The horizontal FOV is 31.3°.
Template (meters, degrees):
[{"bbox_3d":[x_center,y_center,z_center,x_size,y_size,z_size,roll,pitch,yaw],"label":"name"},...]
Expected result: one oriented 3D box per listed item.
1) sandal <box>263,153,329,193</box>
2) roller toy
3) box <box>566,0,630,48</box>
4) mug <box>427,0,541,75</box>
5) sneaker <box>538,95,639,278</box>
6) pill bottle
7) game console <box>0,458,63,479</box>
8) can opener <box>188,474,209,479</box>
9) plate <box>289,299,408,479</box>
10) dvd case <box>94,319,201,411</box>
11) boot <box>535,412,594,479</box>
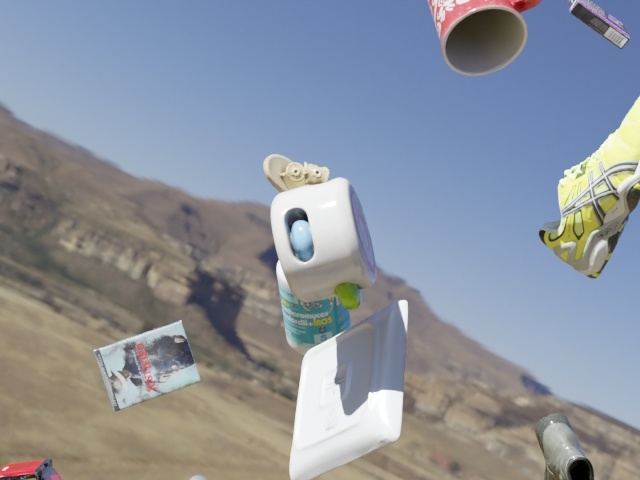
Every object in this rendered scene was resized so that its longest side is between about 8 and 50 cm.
[{"bbox_3d":[-0.010,-0.115,2.186,0.079,0.088,0.240,-22,-31,25],"label":"sandal"},{"bbox_3d":[0.000,0.000,1.875,0.209,0.146,0.191,-90,162,-57],"label":"roller toy"},{"bbox_3d":[0.500,-0.403,2.067,0.116,0.029,0.162,34,23,-3],"label":"box"},{"bbox_3d":[0.212,-0.318,1.512,0.150,0.169,0.113,-11,-41,-4],"label":"mug"},{"bbox_3d":[0.520,-0.107,2.105,0.147,0.384,0.145,26,31,13],"label":"sneaker"},{"bbox_3d":[-0.015,0.108,2.440,0.146,0.146,0.264,22,-47,38],"label":"pill bottle"},{"bbox_3d":[-0.475,0.416,1.897,0.124,0.085,0.144,-6,-3,-7],"label":"game console"},{"bbox_3d":[-0.151,0.447,1.578,0.076,0.095,0.283,34,16,-44],"label":"can opener"},{"bbox_3d":[0.038,0.259,1.978,0.045,0.278,0.277,31,-43,-28],"label":"plate"},{"bbox_3d":[-0.225,0.164,1.491,0.119,0.087,0.013,-18,6,-9],"label":"dvd case"},{"bbox_3d":[0.430,0.422,1.909,0.161,0.083,0.246,-107,173,-62],"label":"boot"}]
